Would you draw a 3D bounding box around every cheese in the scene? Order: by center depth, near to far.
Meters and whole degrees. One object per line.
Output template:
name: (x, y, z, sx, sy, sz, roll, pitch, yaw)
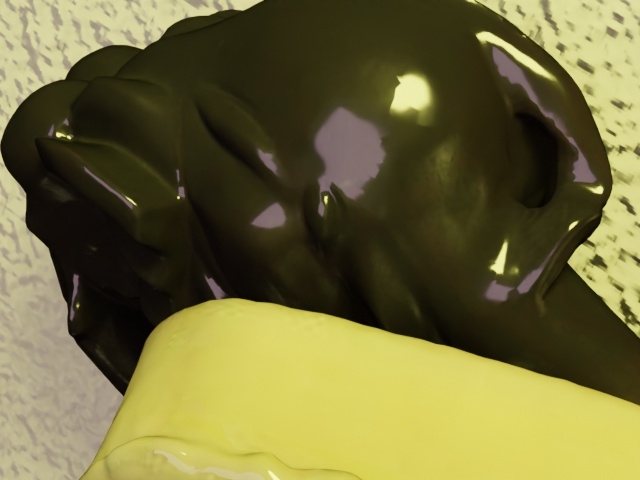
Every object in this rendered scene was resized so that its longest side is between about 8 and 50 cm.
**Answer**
cheese: (0.060, 0.158, 0.755, 0.383, 0.104, 0.384, 15, 140, 13)

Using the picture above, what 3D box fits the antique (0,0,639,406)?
antique: (0.000, 0.000, 0.884, 0.322, 0.185, 0.255, -20, 108, 35)
